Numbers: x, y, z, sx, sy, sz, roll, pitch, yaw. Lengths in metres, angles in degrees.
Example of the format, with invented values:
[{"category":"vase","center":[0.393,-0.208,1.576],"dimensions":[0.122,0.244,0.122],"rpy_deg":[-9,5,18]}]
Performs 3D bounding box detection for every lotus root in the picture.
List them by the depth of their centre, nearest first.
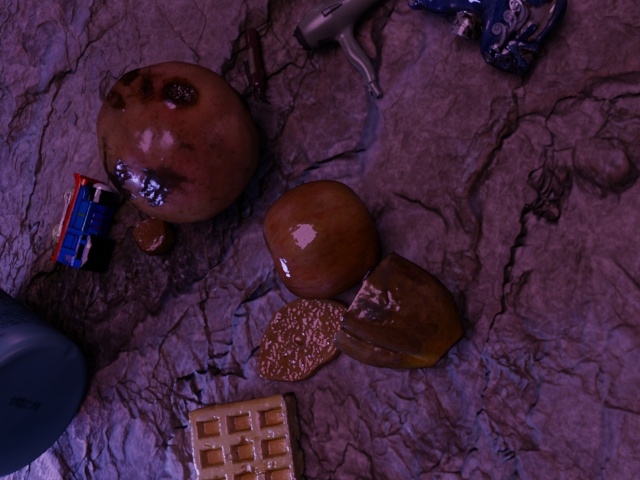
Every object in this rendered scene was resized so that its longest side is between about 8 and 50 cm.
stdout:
[{"category":"lotus root","center":[0.135,0.142,1.176],"dimensions":[0.180,0.188,0.199],"rpy_deg":[38,95,13]}]

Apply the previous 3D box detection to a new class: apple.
[{"category":"apple","center":[0.000,0.000,1.253],"dimensions":[0.188,0.211,0.211],"rpy_deg":[-24,68,-8]}]

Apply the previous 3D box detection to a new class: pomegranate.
[{"category":"pomegranate","center":[-0.275,-0.194,1.378],"dimensions":[0.322,0.322,0.322],"rpy_deg":[-5,77,25]}]

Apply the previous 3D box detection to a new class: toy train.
[{"category":"toy train","center":[-0.518,-0.036,1.579],"dimensions":[0.131,0.082,0.204],"rpy_deg":[15,88,28]}]

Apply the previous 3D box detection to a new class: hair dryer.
[{"category":"hair dryer","center":[0.090,-0.419,1.377],"dimensions":[0.225,0.088,0.219],"rpy_deg":[38,93,14]}]

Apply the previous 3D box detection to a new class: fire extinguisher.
[{"category":"fire extinguisher","center":[-0.141,-0.361,1.491],"dimensions":[0.049,0.035,0.173],"rpy_deg":[-16,70,19]}]

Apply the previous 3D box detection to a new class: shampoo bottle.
[{"category":"shampoo bottle","center":[-0.717,0.270,1.474],"dimensions":[0.342,0.331,0.331],"rpy_deg":[25,91,26]}]

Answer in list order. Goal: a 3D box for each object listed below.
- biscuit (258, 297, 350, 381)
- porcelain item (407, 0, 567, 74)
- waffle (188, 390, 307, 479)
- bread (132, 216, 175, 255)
[{"category":"biscuit","center":[-0.034,0.181,1.328],"dimensions":[0.220,0.029,0.142],"rpy_deg":[-43,66,13]},{"category":"porcelain item","center":[0.284,-0.420,1.253],"dimensions":[0.288,0.138,0.186],"rpy_deg":[30,110,23]},{"category":"waffle","center":[-0.135,0.418,1.313],"dimensions":[0.221,0.055,0.248],"rpy_deg":[-16,73,22]},{"category":"bread","center":[-0.350,-0.008,1.508],"dimensions":[0.085,0.053,0.085],"rpy_deg":[-5,71,14]}]
